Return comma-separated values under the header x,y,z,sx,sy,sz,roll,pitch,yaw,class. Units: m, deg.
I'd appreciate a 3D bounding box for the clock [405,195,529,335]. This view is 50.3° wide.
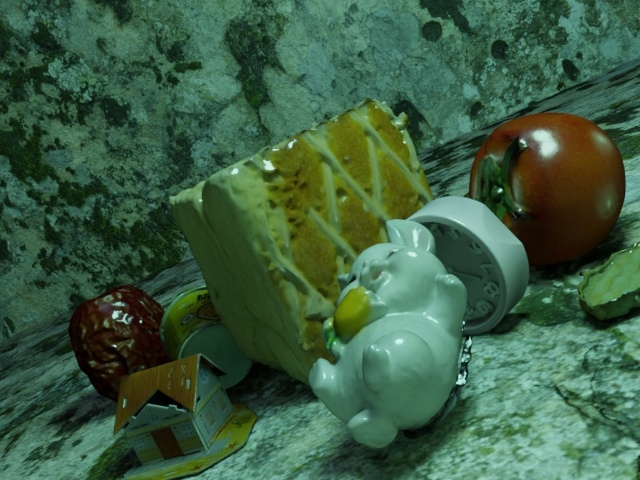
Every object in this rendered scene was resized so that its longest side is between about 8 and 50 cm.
x,y,z,sx,sy,sz,roll,pitch,yaw,class
0.197,0.038,0.989,0.068,0.197,0.197,-34,13,-39,clock

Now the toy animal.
x,y,z,sx,sy,sz,roll,pitch,yaw,class
0.087,0.100,0.842,0.208,0.154,0.325,-48,13,16,toy animal

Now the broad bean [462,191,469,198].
x,y,z,sx,sy,sz,roll,pitch,yaw,class
0.377,-0.080,1.369,0.238,0.119,0.291,-32,-2,39,broad bean

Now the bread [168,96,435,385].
x,y,z,sx,sy,sz,roll,pitch,yaw,class
0.000,0.000,1.156,0.371,0.390,0.279,-33,17,-34,bread

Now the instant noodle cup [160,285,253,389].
x,y,z,sx,sy,sz,roll,pitch,yaw,class
-0.203,0.192,1.272,0.182,0.182,0.144,-26,20,-8,instant noodle cup

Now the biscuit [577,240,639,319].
x,y,z,sx,sy,sz,roll,pitch,yaw,class
0.464,0.024,0.879,0.274,0.036,0.187,-23,10,16,biscuit

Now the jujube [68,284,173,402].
x,y,z,sx,sy,sz,roll,pitch,yaw,class
-0.407,0.216,1.440,0.213,0.232,0.213,-23,5,2,jujube

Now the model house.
x,y,z,sx,sy,sz,roll,pitch,yaw,class
-0.214,0.253,1.042,0.219,0.136,0.207,-21,9,22,model house

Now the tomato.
x,y,z,sx,sy,sz,roll,pitch,yaw,class
0.362,-0.084,1.104,0.225,0.255,0.256,-11,6,-16,tomato
